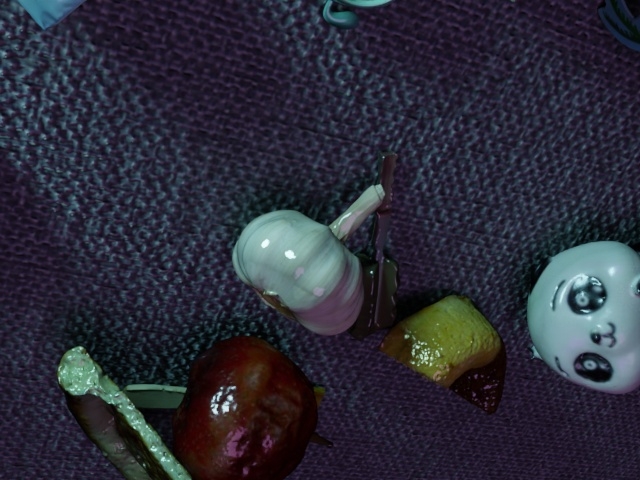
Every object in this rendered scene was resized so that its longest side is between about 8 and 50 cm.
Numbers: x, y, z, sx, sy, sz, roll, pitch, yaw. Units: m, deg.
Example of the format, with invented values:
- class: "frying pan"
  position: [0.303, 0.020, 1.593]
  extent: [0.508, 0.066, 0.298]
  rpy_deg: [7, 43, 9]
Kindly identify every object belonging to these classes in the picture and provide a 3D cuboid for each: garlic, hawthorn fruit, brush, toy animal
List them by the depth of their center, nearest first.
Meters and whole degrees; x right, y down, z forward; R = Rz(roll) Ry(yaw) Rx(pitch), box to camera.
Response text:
- class: "garlic"
  position: [0.000, 0.000, 1.141]
  extent: [0.226, 0.199, 0.199]
  rpy_deg: [-51, 128, -8]
- class: "brush"
  position: [0.083, 0.008, 1.227]
  extent: [0.084, 0.071, 0.301]
  rpy_deg: [-14, 122, -27]
- class: "hawthorn fruit"
  position: [-0.094, 0.269, 1.264]
  extent: [0.266, 0.210, 0.230]
  rpy_deg: [22, 74, -33]
- class: "toy animal"
  position: [0.482, 0.112, 1.320]
  extent: [0.310, 0.251, 0.251]
  rpy_deg: [-4, 128, 2]
- class: "brush"
  position: [-0.158, 0.258, 1.364]
  extent: [0.336, 0.020, 0.085]
  rpy_deg: [7, 124, -21]

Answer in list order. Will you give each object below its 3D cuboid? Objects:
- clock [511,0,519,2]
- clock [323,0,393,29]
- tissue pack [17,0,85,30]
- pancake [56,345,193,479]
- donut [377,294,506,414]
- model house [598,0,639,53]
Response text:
- class: "clock"
  position: [0.292, -0.356, 0.930]
  extent: [0.195, 0.194, 0.100]
  rpy_deg: [-26, 92, 0]
- class: "clock"
  position: [0.054, -0.331, 0.950]
  extent: [0.148, 0.060, 0.188]
  rpy_deg: [30, 114, -33]
- class: "tissue pack"
  position: [-0.287, -0.354, 0.788]
  extent: [0.177, 0.089, 0.263]
  rpy_deg: [-37, 118, 8]
- class: "pancake"
  position: [-0.259, 0.337, 1.229]
  extent: [0.067, 0.305, 0.427]
  rpy_deg: [-37, 147, -24]
- class: "donut"
  position: [0.238, 0.185, 1.354]
  extent: [0.151, 0.112, 0.295]
  rpy_deg: [-52, 140, 3]
- class: "model house"
  position: [0.574, -0.291, 1.066]
  extent: [0.300, 0.340, 0.323]
  rpy_deg: [-31, 142, -32]
